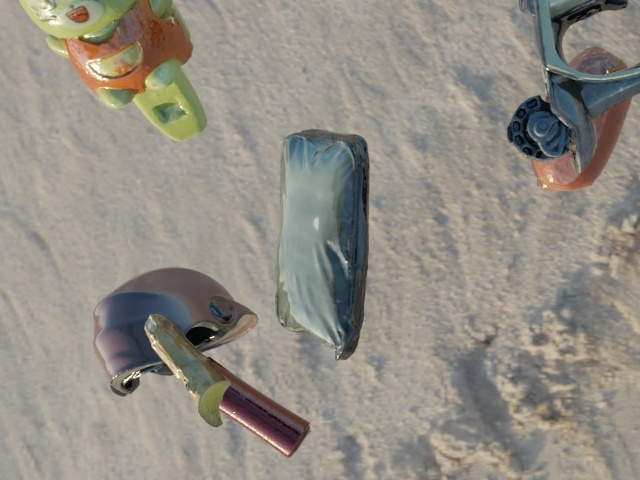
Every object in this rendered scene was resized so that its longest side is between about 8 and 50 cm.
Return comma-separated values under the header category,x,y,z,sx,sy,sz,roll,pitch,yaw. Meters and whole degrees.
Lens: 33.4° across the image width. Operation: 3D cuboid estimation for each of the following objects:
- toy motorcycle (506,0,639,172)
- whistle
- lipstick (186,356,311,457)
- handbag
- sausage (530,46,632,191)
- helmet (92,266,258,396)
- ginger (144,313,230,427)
category,x,y,z,sx,sy,sz,roll,pitch,yaw
toy motorcycle,0.216,-0.188,0.865,0.157,0.091,0.263,-9,88,11
whistle,-0.190,-0.196,0.997,0.131,0.288,0.106,-22,43,11
lipstick,-0.133,0.307,1.968,0.241,0.080,0.080,33,107,8
handbag,0.000,0.003,1.591,0.191,0.075,0.332,15,104,51
sausage,0.433,-0.195,1.780,0.148,0.148,0.254,35,110,37
helmet,-0.305,0.156,2.109,0.197,0.338,0.271,58,139,9
ginger,-0.138,0.135,1.141,0.137,0.057,0.044,51,131,11
